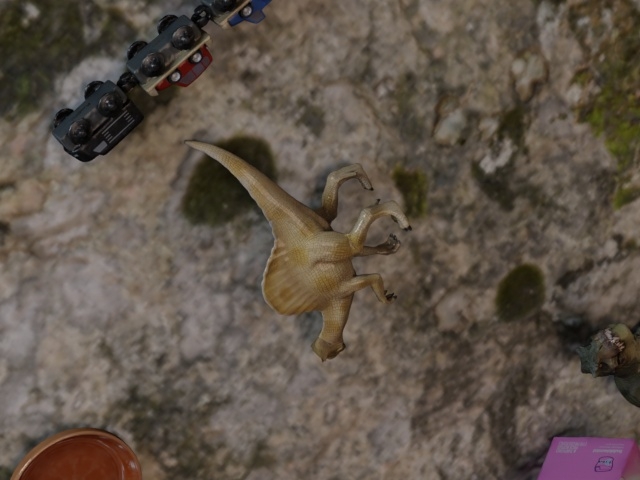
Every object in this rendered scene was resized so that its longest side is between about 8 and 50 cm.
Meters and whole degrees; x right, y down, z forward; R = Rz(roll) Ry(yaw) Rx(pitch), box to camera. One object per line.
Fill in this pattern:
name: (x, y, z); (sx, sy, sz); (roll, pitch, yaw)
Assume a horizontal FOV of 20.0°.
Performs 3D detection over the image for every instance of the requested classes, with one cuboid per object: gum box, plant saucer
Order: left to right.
plant saucer: (-0.144, 0.146, 1.055); (0.083, 0.013, 0.084); (-13, 118, -26)
gum box: (0.198, 0.237, 1.239); (0.107, 0.062, 0.188); (-61, 137, -41)

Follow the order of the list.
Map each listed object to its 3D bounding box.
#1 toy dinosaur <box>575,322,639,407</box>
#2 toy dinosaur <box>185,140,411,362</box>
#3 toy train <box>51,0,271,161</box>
toy dinosaur: (0.271, 0.091, 1.253); (0.118, 0.064, 0.268); (-48, 129, 4)
toy dinosaur: (0.000, 0.000, 1.052); (0.092, 0.053, 0.183); (-35, 125, -11)
toy train: (-0.077, -0.100, 0.976); (0.158, 0.027, 0.036); (-43, 130, -7)
